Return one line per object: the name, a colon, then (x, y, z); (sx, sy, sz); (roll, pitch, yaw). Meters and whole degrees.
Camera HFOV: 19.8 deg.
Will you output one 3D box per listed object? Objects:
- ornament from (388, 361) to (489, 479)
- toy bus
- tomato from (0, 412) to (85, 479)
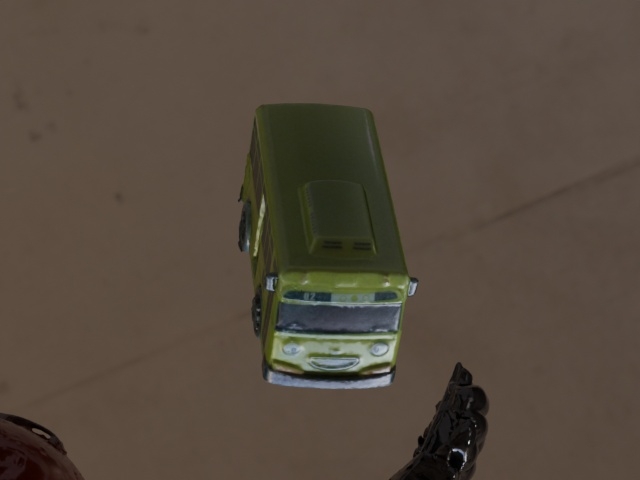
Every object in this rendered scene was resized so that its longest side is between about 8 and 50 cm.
ornament: (0.079, 0.191, 1.304); (0.251, 0.106, 0.260); (92, 20, -51)
toy bus: (0.000, 0.000, 1.103); (0.088, 0.175, 0.101); (3, 129, -11)
tomato: (-0.260, 0.154, 1.137); (0.228, 0.101, 0.228); (-10, 158, -4)
